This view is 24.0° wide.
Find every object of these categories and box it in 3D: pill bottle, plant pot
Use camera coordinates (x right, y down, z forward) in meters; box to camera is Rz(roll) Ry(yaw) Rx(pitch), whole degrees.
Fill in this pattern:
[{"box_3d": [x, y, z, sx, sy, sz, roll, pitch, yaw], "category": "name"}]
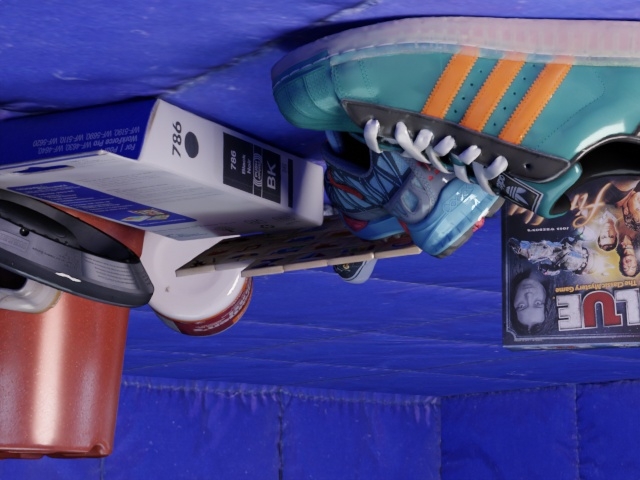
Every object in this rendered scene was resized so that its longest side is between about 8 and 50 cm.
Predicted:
[{"box_3d": [-0.136, 0.042, 1.651, 0.121, 0.121, 0.221, 0, 169, 0], "category": "pill bottle"}, {"box_3d": [-0.299, 0.077, 1.457, 0.273, 0.265, 0.272, 1, 169, 0], "category": "plant pot"}]

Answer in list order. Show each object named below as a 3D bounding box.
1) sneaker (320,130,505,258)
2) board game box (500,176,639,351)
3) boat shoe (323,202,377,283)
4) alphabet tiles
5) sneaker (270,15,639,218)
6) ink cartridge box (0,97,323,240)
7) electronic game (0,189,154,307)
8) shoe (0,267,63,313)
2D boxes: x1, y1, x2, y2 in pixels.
[{"box_3d": [0.054, -0.071, 1.182, 0.125, 0.104, 0.262, 48, 169, -16], "category": "sneaker"}, {"box_3d": [0.288, 0.016, 1.377, 0.243, 0.165, 0.042, -4, 169, 20], "category": "board game box"}, {"box_3d": [0.020, -0.002, 1.588, 0.083, 0.065, 0.183, 4, 162, -12], "category": "boat shoe"}, {"box_3d": [0.000, 0.000, 1.327, 0.237, 0.009, 0.198, -9, -169, 20], "category": "alphabet tiles"}, {"box_3d": [0.116, -0.077, 0.999, 0.302, 0.121, 0.108, -1, 169, 7], "category": "sneaker"}, {"box_3d": [-0.146, -0.060, 1.268, 0.165, 0.065, 0.333, -5, 170, 28], "category": "ink cartridge box"}, {"box_3d": [-0.241, -0.002, 1.219, 0.229, 0.048, 0.229, 25, -176, -2], "category": "electronic game"}, {"box_3d": [-0.325, -0.001, 1.314, 0.219, 0.076, 0.058, 24, -175, 16], "category": "shoe"}]
